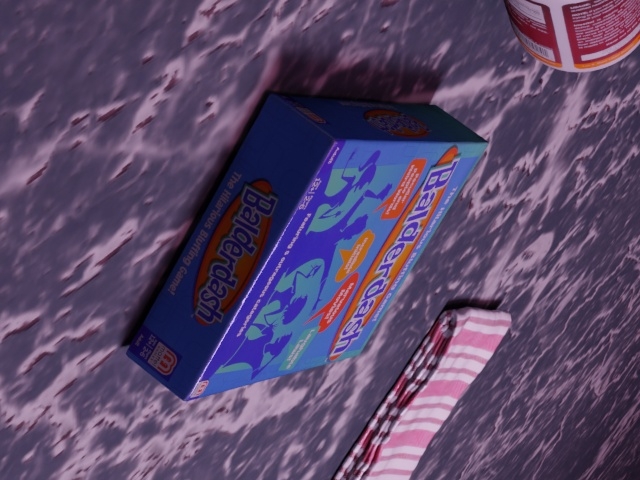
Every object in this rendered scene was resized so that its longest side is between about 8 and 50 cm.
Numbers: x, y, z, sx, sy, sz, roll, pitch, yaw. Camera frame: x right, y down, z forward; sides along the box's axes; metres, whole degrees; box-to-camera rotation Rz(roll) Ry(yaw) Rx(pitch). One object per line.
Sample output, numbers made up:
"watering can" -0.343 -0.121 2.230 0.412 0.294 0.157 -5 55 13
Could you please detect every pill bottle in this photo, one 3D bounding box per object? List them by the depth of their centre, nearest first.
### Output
"pill bottle" 0.137 -0.156 0.875 0.086 0.086 0.152 -52 160 -4

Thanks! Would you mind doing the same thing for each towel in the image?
"towel" 0.086 0.139 1.321 0.197 0.029 0.144 -58 160 12

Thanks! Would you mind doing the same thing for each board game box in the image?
"board game box" 0.000 0.000 0.887 0.160 0.047 0.210 -60 159 17
